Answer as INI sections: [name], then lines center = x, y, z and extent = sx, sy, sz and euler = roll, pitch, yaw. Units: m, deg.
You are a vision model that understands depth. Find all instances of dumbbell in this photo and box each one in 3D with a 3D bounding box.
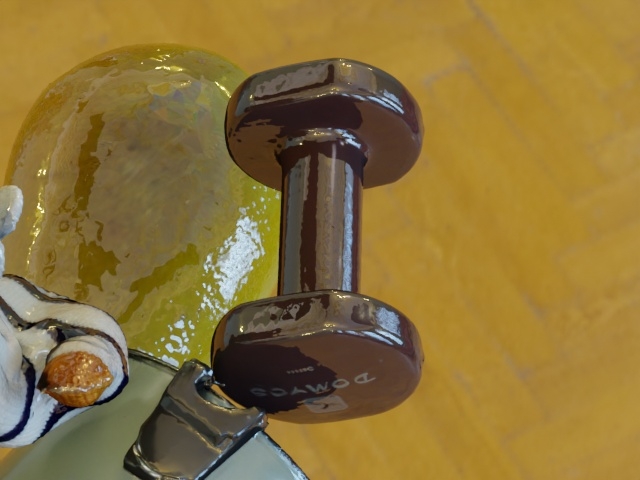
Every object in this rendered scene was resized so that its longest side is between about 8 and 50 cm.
[dumbbell]
center = 0.000, 0.000, 1.315
extent = 0.140, 0.124, 0.225
euler = -10, 56, 20

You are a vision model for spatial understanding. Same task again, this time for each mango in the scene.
[mango]
center = -0.155, -0.007, 1.660
extent = 0.253, 0.182, 0.365
euler = 25, 54, -3

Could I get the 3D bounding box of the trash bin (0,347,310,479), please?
[trash bin]
center = -0.149, 0.234, 1.280
extent = 0.217, 0.277, 0.262
euler = 35, 62, 14

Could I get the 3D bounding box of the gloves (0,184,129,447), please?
[gloves]
center = -0.190, 0.057, 1.148
extent = 0.131, 0.219, 0.140
euler = -33, 81, 10
